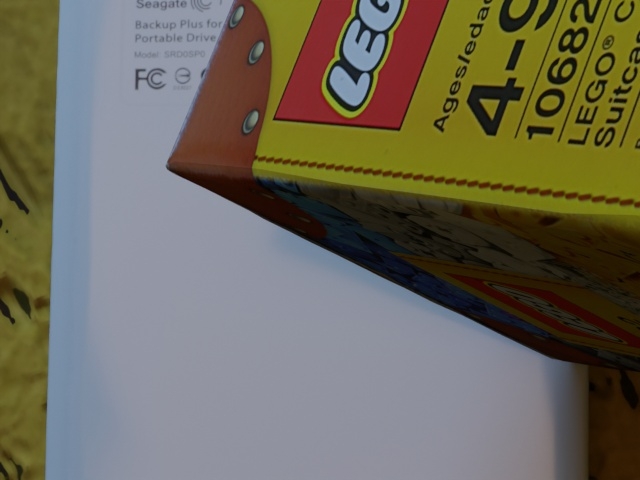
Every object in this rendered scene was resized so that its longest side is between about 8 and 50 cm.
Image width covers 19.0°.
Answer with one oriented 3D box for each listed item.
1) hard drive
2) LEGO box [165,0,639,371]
[{"bbox_3d":[0.000,0.000,0.725,0.203,0.040,0.307,0,85,7],"label":"hard drive"},{"bbox_3d":[0.208,-0.199,0.523,0.193,0.372,0.500,27,81,-31],"label":"LEGO box"}]
